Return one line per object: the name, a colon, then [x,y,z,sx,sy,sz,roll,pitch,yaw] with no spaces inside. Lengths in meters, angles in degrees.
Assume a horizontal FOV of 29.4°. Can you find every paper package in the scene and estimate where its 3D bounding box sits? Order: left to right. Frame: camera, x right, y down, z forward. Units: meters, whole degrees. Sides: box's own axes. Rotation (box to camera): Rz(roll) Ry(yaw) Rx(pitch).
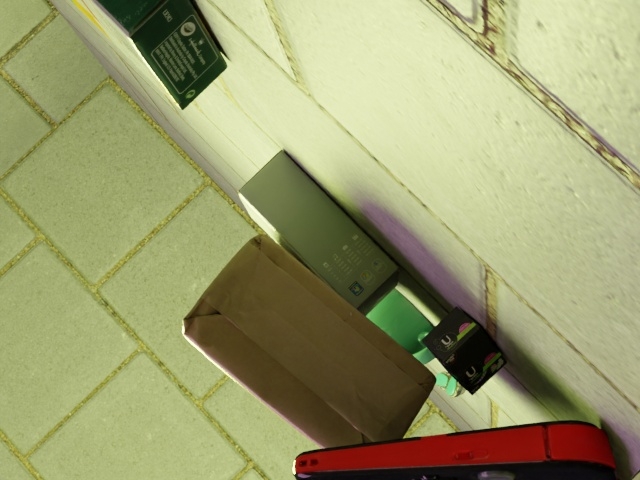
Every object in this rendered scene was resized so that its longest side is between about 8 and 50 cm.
paper package: [-0.019,0.154,1.636,0.309,0.168,0.325,40,174,0]

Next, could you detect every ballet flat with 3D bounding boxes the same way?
ballet flat: [0.244,0.263,2.220,0.041,0.041,0.114,47,176,-12]

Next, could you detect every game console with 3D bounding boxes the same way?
game console: [0.179,0.295,1.436,0.386,0.341,0.060,55,-152,-62]

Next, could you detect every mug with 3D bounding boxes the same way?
mug: [0.118,0.149,1.913,0.129,0.097,0.158,46,176,4]

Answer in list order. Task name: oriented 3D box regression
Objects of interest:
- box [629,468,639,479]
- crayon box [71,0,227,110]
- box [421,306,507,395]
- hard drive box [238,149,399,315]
box: [0.383,0.338,1.182,0.169,0.087,0.290,43,175,38]
crayon box: [-0.257,-0.311,1.372,0.323,0.083,0.203,44,175,18]
box: [0.173,0.133,1.469,0.083,0.062,0.052,50,175,-40]
hard drive box: [0.000,0.000,1.728,0.232,0.089,0.181,45,175,8]
